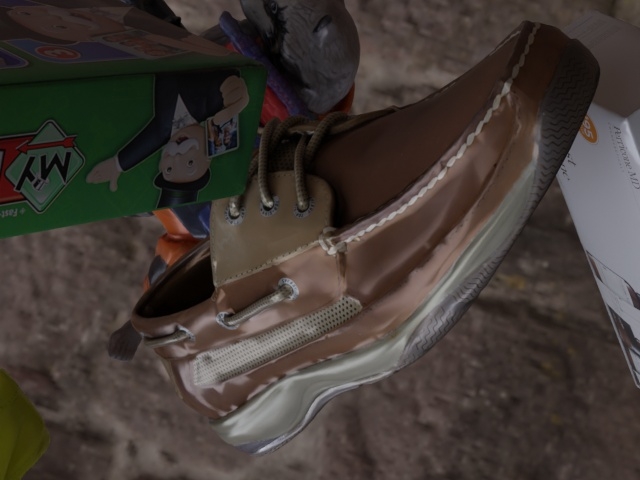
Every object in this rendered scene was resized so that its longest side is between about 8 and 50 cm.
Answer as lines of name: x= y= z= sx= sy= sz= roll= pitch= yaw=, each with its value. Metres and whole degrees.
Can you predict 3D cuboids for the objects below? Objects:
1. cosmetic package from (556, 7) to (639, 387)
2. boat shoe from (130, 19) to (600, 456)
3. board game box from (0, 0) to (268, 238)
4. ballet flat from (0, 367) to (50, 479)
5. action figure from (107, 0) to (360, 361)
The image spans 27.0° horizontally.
cosmetic package: x=0.183 y=0.003 z=0.701 sx=0.099 sy=0.060 sz=0.239 roll=38 pitch=160 yaw=56
boat shoe: x=0.000 y=0.000 z=0.633 sx=0.116 sy=0.123 sz=0.324 roll=38 pitch=135 yaw=-8
board game box: x=-0.203 y=-0.075 z=0.410 sx=0.317 sy=0.046 sz=0.213 roll=28 pitch=-152 yaw=36
ballet flat: x=-0.195 y=0.162 z=0.600 sx=0.077 sy=0.231 sz=0.077 roll=8 pitch=150 yaw=41
action figure: x=-0.112 y=-0.099 z=0.964 sx=0.330 sy=0.341 sz=0.178 roll=-30 pitch=-176 yaw=32
